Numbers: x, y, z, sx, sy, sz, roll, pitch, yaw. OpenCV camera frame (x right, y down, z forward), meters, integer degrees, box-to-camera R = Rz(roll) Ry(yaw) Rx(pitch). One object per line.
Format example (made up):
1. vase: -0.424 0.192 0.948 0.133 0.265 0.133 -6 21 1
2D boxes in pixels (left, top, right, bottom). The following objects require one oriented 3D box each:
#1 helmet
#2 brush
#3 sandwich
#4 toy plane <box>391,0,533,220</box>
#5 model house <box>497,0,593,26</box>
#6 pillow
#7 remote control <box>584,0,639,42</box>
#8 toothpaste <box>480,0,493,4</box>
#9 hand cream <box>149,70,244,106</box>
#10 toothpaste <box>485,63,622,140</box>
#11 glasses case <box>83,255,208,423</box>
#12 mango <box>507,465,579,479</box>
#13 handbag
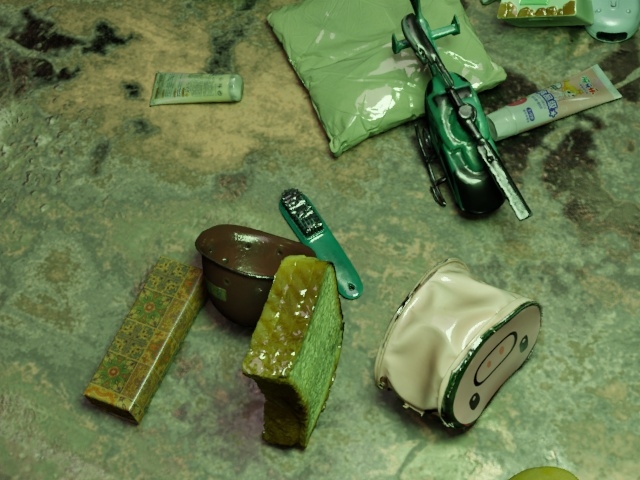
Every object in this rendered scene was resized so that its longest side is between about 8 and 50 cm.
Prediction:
1. helmet: -0.095 0.054 1.711 0.155 0.106 0.175 -11 32 -42
2. brush: 0.000 0.000 1.775 0.043 0.032 0.193 -29 61 -10
3. sandwich: -0.028 0.135 1.600 0.065 0.215 0.186 12 63 14
4. toy plane: 0.179 -0.182 1.756 0.106 0.155 0.382 -16 78 -4
5. model house: 0.325 -0.384 1.865 0.127 0.100 0.149 2 89 27
6. pillow: 0.091 -0.286 1.896 0.274 0.076 0.281 -22 61 -4
7. remote control: 0.435 -0.403 1.939 0.087 0.047 0.244 4 64 5
8. toothpaste: 0.336 -0.429 1.946 0.233 0.038 0.060 -28 55 11
9. hand cream: -0.182 -0.222 1.919 0.143 0.039 0.061 2 68 18
10. toothpaste: 0.326 -0.192 1.842 0.194 0.043 0.067 -23 60 -13
11. glasses case: -0.223 0.130 1.719 0.075 0.049 0.218 17 64 22
12. mango: 0.245 0.357 1.526 0.130 0.092 0.195 16 73 12
13. handbag: 0.170 0.129 1.608 0.116 0.179 0.205 32 68 28
